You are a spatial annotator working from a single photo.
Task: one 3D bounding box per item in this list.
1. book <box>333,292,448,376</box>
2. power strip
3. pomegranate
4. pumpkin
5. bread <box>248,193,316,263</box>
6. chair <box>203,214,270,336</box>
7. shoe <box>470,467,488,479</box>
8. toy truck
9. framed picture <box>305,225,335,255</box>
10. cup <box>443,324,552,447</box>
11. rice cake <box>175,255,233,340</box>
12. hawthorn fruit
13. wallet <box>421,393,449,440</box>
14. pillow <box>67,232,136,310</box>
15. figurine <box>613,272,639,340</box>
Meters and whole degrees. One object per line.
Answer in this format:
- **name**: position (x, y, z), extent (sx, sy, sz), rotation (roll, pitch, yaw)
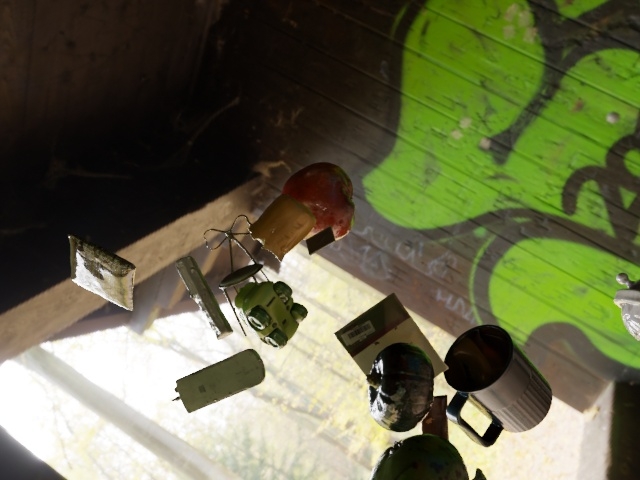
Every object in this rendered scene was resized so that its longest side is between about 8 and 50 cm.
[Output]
- **book**: position (0.193, 0.298, 1.681), extent (0.201, 0.289, 0.026), rotation (-35, 18, 1)
- **power strip**: position (-0.217, 0.299, 1.324), extent (0.227, 0.079, 0.029), rotation (-24, -7, 11)
- **pomegranate**: position (0.235, 0.584, 1.441), extent (0.254, 0.270, 0.254), rotation (-24, 5, 2)
- **pumpkin**: position (0.181, 0.338, 1.460), extent (0.212, 0.152, 0.211), rotation (-170, 90, -71)
- **bread**: position (-0.101, -0.040, 1.707), extent (0.173, 0.134, 0.085), rotation (-49, 7, -7)
- **chair**: position (-0.238, 0.105, 1.893), extent (0.160, 0.325, 0.170), rotation (-24, 10, 10)
- **shoe**: position (0.326, 0.698, 1.674), extent (0.149, 0.293, 0.109), rotation (-98, -10, -51)
- **toy truck**: position (-0.160, 0.189, 1.726), extent (0.148, 0.211, 0.187), rotation (-51, -35, -28)
- **framed picture**: position (0.000, 0.000, 1.794), extent (0.089, 0.066, 0.006), rotation (-30, -47, 13)
- **cup**: position (0.564, 0.471, 1.977), extent (0.242, 0.292, 0.307), rotation (-19, 39, 40)
- **rice cake**: position (-0.324, 0.156, 1.726), extent (0.057, 0.256, 0.052), rotation (-34, -11, 21)
- **hawthorn fruit**: position (-0.001, -0.132, 2.183), extent (0.284, 0.284, 0.284), rotation (-54, -14, -20)
- **wallet**: position (0.381, 0.595, 2.085), extent (0.026, 0.095, 0.176), rotation (-86, -10, -71)
- **pillow**: position (-0.618, 0.091, 1.767), extent (0.052, 0.212, 0.208), rotation (-60, -6, -43)
- **figurine**: position (0.561, 0.131, 0.958), extent (0.141, 0.237, 0.162), rotation (-62, -22, -2)
